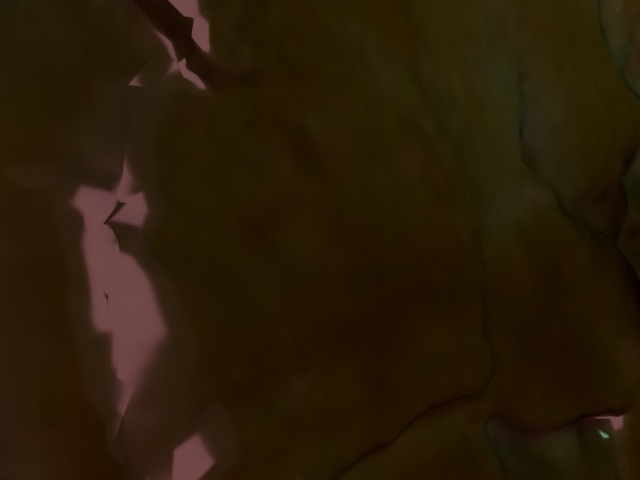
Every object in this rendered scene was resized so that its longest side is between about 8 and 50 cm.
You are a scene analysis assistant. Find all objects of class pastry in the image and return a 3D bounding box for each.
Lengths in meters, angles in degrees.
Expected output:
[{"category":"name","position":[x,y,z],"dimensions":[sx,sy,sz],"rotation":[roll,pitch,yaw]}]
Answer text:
[{"category":"pastry","position":[0.000,0.000,0.509],"dimensions":[0.410,0.245,0.409],"rotation":[1,88,-39]}]
